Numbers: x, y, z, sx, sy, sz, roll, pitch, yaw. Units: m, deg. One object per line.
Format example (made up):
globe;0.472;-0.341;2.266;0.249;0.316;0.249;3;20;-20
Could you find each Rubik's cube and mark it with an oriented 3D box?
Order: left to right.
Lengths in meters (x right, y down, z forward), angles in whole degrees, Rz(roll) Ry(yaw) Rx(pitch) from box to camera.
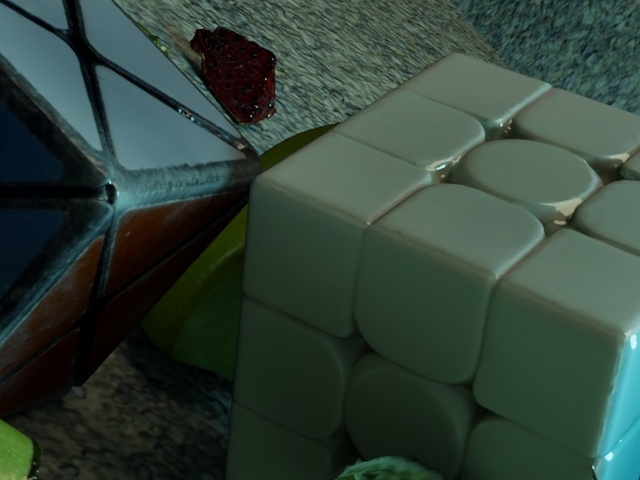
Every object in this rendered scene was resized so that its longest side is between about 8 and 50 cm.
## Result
Rubik's cube;-0.232;-0.043;1.093;0.260;0.259;0.255;49;18;9
Rubik's cube;0.130;0.071;1.184;0.291;0.291;0.290;22;35;26

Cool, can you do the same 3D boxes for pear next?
pear;0.000;0.000;1.427;0.286;0.282;0.176;26;17;-39

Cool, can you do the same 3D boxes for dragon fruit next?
dragon fruit;-0.106;-0.205;1.983;0.131;0.097;0.063;31;10;23

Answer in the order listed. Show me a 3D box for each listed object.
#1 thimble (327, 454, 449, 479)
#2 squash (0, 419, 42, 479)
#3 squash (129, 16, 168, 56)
thimble;0.022;0.282;0.985;0.271;0.150;0.270;32;44;-36
squash;-0.286;0.105;0.873;0.247;0.132;0.132;36;21;-20
squash;-0.227;-0.210;1.730;0.200;0.075;0.090;33;-13;44
